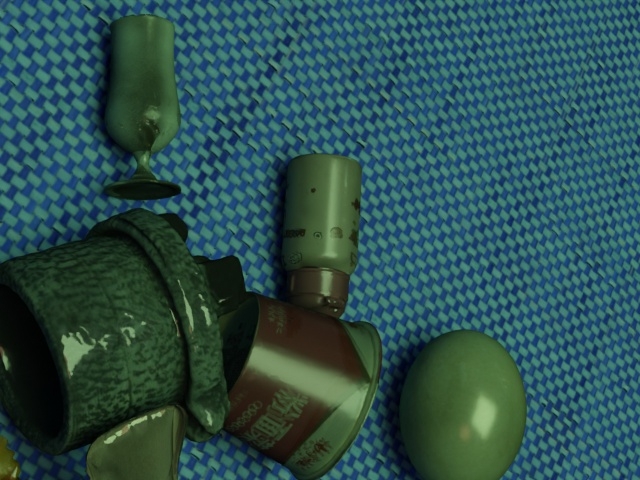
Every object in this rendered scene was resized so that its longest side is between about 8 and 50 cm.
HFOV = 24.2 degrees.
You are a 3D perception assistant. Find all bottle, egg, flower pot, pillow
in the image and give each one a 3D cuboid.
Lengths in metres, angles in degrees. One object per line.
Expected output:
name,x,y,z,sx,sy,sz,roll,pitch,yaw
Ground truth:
bottle,0.000,0.000,2.111,0.110,0.110,0.233,11,77,-36
egg,0.208,0.253,2.180,0.186,0.186,0.253,19,70,-34
flower pot,-0.232,0.123,1.806,0.282,0.299,0.299,-21,96,-34
pillow,-0.216,0.284,1.740,0.130,0.038,0.233,-18,136,-24

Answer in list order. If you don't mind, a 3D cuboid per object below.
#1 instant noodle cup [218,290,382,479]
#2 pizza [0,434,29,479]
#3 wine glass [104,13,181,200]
instant noodle cup,-0.054,0.184,1.981,0.178,0.235,0.235,25,68,-22
pizza,-0.321,0.462,1.783,0.406,0.130,0.440,20,72,-31
wine glass,-0.235,-0.176,1.962,0.103,0.103,0.231,6,77,-37
